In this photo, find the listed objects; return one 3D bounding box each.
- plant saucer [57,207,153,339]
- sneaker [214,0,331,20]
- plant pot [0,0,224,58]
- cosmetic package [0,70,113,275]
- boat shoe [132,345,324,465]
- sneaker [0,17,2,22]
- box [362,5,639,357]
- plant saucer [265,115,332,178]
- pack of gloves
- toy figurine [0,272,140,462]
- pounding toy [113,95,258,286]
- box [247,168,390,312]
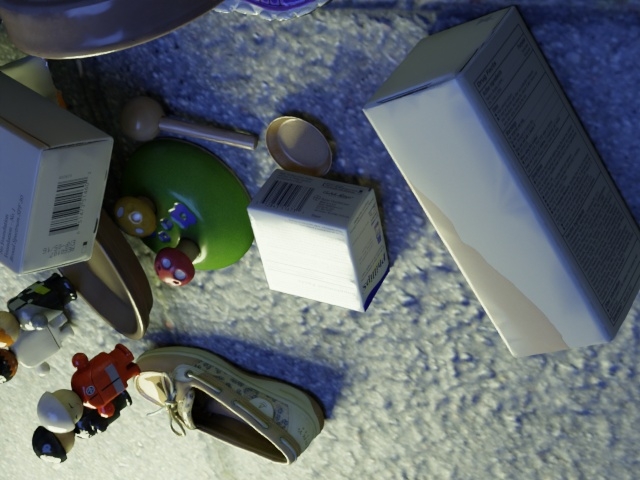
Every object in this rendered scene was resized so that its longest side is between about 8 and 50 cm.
[{"bbox_3d":[-0.295,0.003,1.764,0.278,0.041,0.278,44,159,22],"label":"plant saucer"},{"bbox_3d":[-0.056,-0.264,1.429,0.170,0.068,0.071,9,124,28],"label":"sneaker"},{"bbox_3d":[-0.213,-0.332,1.323,0.263,0.263,0.229,2,130,32],"label":"plant pot"},{"bbox_3d":[-0.388,-0.102,1.623,0.309,0.113,0.160,28,117,31],"label":"cosmetic package"},{"bbox_3d":[-0.138,0.217,1.874,0.285,0.089,0.104,12,132,26],"label":"boat shoe"},{"bbox_3d":[-0.393,-0.305,1.563,0.132,0.086,0.228,29,118,-18],"label":"sneaker"},{"bbox_3d":[0.189,-0.053,1.387,0.121,0.148,0.311,-15,115,42],"label":"box"},{"bbox_3d":[-0.022,-0.106,1.576,0.083,0.015,0.083,19,135,20],"label":"plant saucer"},{"bbox_3d":[-0.406,-0.237,1.715,0.232,0.046,0.195,-2,110,35],"label":"pack of gloves"},{"bbox_3d":[-0.357,0.173,1.891,0.209,0.148,0.213,49,155,9],"label":"toy figurine"},{"bbox_3d":[-0.178,-0.036,1.670,0.183,0.110,0.237,23,136,15],"label":"pounding toy"},{"bbox_3d":[0.000,0.000,1.599,0.126,0.072,0.137,13,139,25],"label":"box"}]
